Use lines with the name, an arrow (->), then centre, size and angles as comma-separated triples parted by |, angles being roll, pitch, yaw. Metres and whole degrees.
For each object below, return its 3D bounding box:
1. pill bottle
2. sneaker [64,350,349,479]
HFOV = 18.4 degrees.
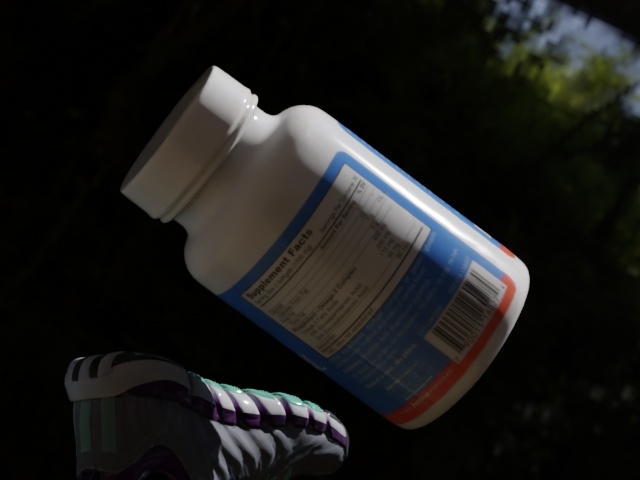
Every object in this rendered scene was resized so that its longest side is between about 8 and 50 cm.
pill bottle -> 0.000, 0.000, 1.140 | 0.221, 0.124, 0.124 | 37, -22, -10
sneaker -> -0.069, 0.136, 1.183 | 0.083, 0.098, 0.224 | -14, -24, 40
